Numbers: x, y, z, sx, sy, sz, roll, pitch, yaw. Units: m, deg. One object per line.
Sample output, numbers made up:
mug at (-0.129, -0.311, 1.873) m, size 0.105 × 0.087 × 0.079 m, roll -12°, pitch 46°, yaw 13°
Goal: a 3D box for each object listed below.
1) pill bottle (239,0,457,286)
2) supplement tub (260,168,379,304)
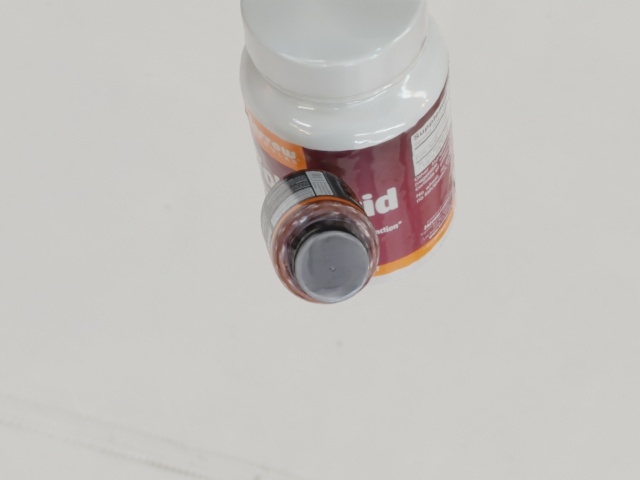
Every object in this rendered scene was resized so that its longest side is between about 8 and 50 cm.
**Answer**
pill bottle at (0.032, -0.140, 1.812) m, size 0.224 × 0.224 × 0.392 m, roll -27°, pitch 147°, yaw -10°
supplement tub at (0.000, 0.000, 1.619) m, size 0.106 × 0.198 × 0.106 m, roll -2°, pitch 106°, yaw -7°
